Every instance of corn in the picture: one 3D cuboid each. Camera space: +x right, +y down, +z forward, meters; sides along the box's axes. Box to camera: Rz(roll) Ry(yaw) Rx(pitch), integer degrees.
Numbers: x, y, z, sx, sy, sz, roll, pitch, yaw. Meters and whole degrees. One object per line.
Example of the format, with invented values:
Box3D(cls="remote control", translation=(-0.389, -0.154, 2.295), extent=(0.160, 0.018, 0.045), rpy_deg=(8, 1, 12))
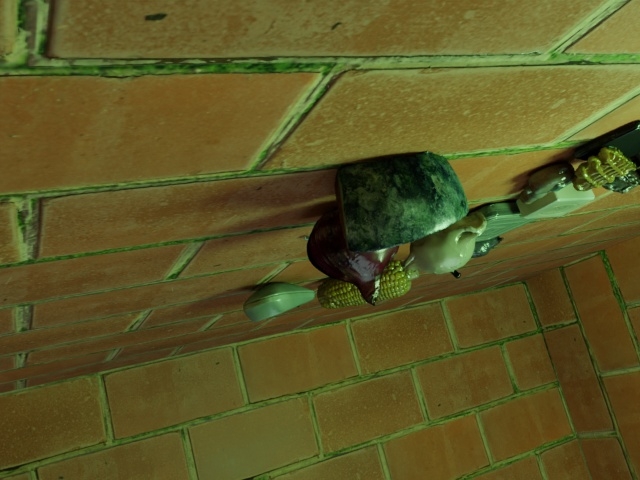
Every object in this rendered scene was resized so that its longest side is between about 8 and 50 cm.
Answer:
Box3D(cls="corn", translation=(0.154, 0.148, 2.172), extent=(0.346, 0.130, 0.130), rpy_deg=(-17, 167, 18))

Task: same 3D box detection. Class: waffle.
Box3D(cls="waffle", translation=(0.641, -0.165, 1.467), extent=(0.191, 0.046, 0.161), rpy_deg=(-13, 158, -23))

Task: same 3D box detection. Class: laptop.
Box3D(cls="laptop", translation=(0.666, -0.210, 1.459), extent=(0.153, 0.026, 0.207), rpy_deg=(-25, 164, 39))

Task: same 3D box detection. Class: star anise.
Box3D(cls="star anise", translation=(0.790, -0.172, 1.626), extent=(0.209, 0.089, 0.231), rpy_deg=(-28, 175, 19))

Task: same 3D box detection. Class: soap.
Box3D(cls="soap", translation=(0.622, -0.110, 1.755), extent=(0.183, 0.064, 0.121), rpy_deg=(-6, 162, -38))

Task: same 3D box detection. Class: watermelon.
Box3D(cls="watermelon", translation=(0.136, -0.088, 1.228), extent=(0.318, 0.148, 0.226), rpy_deg=(-22, -168, -40))

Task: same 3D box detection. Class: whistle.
Box3D(cls="whistle", translation=(0.535, -0.131, 1.581), extent=(0.107, 0.057, 0.220), rpy_deg=(-14, 169, -10))

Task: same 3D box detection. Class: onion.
Box3D(cls="onion", translation=(0.084, 0.027, 1.364), extent=(0.195, 0.218, 0.140), rpy_deg=(-10, 165, -27))

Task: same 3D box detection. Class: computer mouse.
Box3D(cls="computer mouse", translation=(-0.131, 0.177, 2.043), extent=(0.159, 0.097, 0.288), rpy_deg=(-23, 177, 24))

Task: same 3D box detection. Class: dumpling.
Box3D(cls="dumpling", translation=(0.326, -0.002, 1.740), extent=(0.258, 0.147, 0.193), rpy_deg=(-31, -169, 34))

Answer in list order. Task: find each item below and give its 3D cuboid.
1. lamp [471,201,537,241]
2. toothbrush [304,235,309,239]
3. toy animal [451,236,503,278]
Box3D(cls="lamp", translation=(0.481, -0.048, 1.889), extent=(0.269, 0.047, 0.266), rpy_deg=(-6, 166, -34))
Box3D(cls="toothbrush", translation=(0.000, 0.000, 1.622), extent=(0.017, 0.014, 0.162), rpy_deg=(0, 175, 24))
Box3D(cls="toy animal", translation=(0.469, 0.008, 2.105), extent=(0.210, 0.121, 0.117), rpy_deg=(-34, 119, 9))
